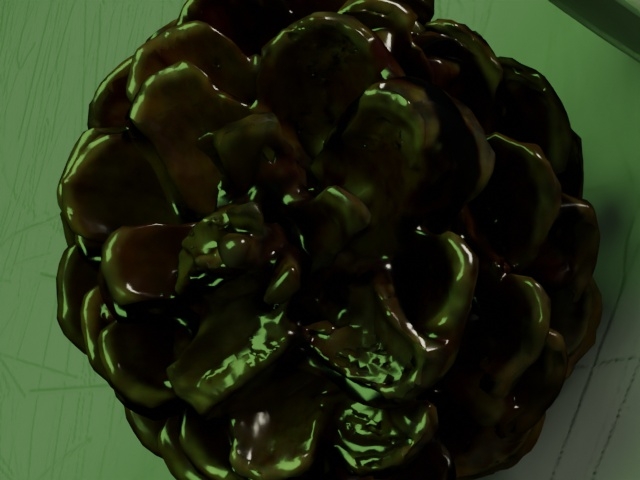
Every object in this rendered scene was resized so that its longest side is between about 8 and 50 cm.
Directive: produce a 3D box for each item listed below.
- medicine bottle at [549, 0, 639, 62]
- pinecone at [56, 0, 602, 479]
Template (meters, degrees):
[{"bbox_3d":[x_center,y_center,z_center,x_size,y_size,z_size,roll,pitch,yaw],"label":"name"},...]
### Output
[{"bbox_3d":[0.196,-0.204,0.640,0.273,0.165,0.165,-55,38,7],"label":"medicine bottle"},{"bbox_3d":[0.002,0.011,0.652,0.243,0.243,0.257,-42,17,22],"label":"pinecone"}]
